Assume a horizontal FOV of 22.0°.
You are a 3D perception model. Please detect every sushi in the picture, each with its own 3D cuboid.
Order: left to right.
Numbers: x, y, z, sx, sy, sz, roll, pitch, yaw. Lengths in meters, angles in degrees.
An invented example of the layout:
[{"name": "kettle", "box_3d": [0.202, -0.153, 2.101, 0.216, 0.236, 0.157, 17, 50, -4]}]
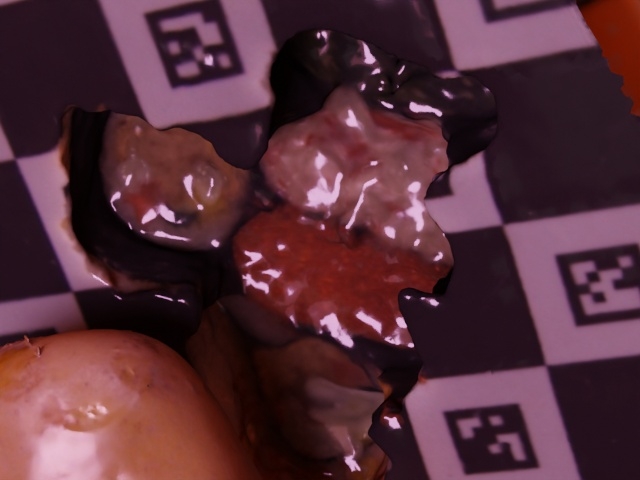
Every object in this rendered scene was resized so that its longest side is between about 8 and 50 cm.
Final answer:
[{"name": "sushi", "box_3d": [0.000, 0.000, 0.675, 0.320, 0.069, 0.339, -26, 107, 30]}]

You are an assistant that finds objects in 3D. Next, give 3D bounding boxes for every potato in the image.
[{"name": "potato", "box_3d": [-0.079, 0.113, 0.661, 0.118, 0.109, 0.178, -3, 118, 57]}]
